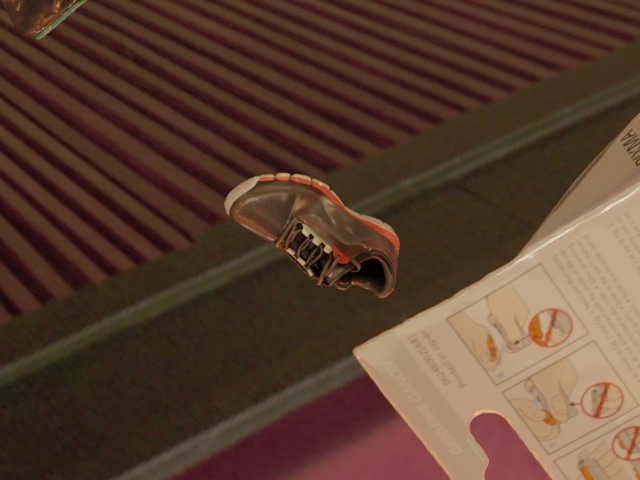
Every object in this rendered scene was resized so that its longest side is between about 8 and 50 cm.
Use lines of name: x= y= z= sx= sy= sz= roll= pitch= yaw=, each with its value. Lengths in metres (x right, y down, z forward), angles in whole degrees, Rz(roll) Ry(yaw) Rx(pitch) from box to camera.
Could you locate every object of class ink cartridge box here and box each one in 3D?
ink cartridge box: x=0.260 y=0.067 z=0.889 sx=0.385 sy=0.091 sz=0.308 roll=-32 pitch=114 yaw=14

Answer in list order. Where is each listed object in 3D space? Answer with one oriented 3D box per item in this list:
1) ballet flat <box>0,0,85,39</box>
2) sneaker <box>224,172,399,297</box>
ballet flat: x=-0.186 y=-0.221 z=1.002 sx=0.074 sy=0.203 sz=0.074 roll=22 pitch=59 yaw=-43
sneaker: x=0.000 y=0.000 z=0.983 sx=0.158 sy=0.065 sz=0.061 roll=20 pitch=131 yaw=-26
